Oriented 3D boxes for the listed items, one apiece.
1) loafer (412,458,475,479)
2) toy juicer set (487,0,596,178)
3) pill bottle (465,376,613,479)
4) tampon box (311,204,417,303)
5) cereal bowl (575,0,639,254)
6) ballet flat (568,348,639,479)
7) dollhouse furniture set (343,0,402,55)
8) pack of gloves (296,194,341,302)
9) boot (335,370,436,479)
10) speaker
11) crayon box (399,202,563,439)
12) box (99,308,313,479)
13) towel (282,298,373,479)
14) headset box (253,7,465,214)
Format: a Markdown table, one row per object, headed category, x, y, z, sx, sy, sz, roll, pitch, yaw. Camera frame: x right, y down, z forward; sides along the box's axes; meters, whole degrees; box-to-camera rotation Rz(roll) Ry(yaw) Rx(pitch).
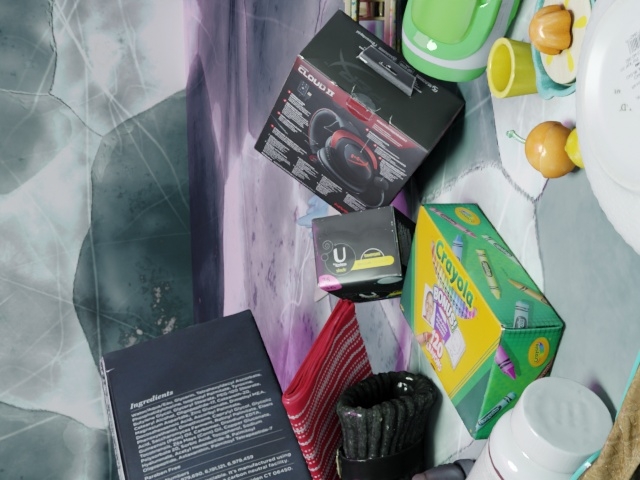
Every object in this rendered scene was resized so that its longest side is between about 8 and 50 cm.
| category | x | y | z | sx | sy | sz | roll | pitch | yaw |
| --- | --- | --- | --- | --- | --- | --- | --- | --- | --- |
| loafer | 0.147 | 0.426 | 1.603 | 0.109 | 0.095 | 0.303 | -123 | 36 | -58 |
| toy juicer set | 0.264 | -0.183 | 1.212 | 0.329 | 0.089 | 0.209 | 125 | 140 | -61 |
| pill bottle | 0.230 | 0.254 | 1.291 | 0.221 | 0.121 | 0.121 | 108 | 155 | -43 |
| tampon box | 0.071 | 0.023 | 1.671 | 0.161 | 0.120 | 0.102 | 29 | -127 | -69 |
| cereal bowl | 0.310 | -0.118 | 0.943 | 0.339 | 0.141 | 0.339 | 177 | 90 | -67 |
| ballet flat | 0.314 | 0.207 | 1.090 | 0.124 | 0.116 | 0.342 | 49 | 136 | 35 |
| dollhouse furniture set | 0.084 | -0.290 | 1.826 | 0.161 | 0.101 | 0.182 | -47 | -41 | -80 |
| pack of gloves | 0.000 | 0.000 | 2.124 | 0.232 | 0.046 | 0.195 | 148 | 120 | -70 |
| boot | 0.061 | 0.349 | 1.616 | 0.348 | 0.131 | 0.260 | -51 | -32 | -64 |
| speaker | 0.183 | -0.340 | 1.399 | 0.131 | 0.131 | 0.297 | -110 | 26 | -46 |
| crayon box | 0.190 | 0.092 | 1.471 | 0.278 | 0.081 | 0.165 | -117 | 31 | -54 |
| box | -0.150 | 0.467 | 2.004 | 0.472 | 0.297 | 0.480 | -118 | 12 | -52 |
| towel | 0.029 | 0.240 | 1.702 | 0.199 | 0.031 | 0.275 | -57 | -36 | -36 |
| headset box | 0.051 | -0.167 | 1.656 | 0.110 | 0.218 | 0.293 | -52 | -2 | -29 |
